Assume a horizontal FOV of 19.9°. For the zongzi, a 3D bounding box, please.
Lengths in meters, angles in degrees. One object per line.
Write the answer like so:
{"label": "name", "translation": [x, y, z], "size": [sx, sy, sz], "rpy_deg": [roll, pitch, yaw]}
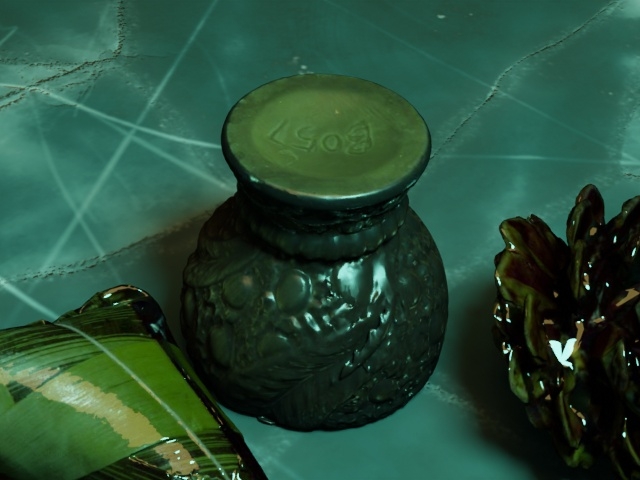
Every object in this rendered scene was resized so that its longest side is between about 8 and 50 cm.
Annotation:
{"label": "zongzi", "translation": [-0.220, 0.192, 1.550], "size": [0.318, 0.154, 0.289], "rpy_deg": [-9, 42, -33]}

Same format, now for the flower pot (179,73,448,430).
{"label": "flower pot", "translation": [0.000, 0.000, 1.734], "size": [0.267, 0.267, 0.266], "rpy_deg": [3, 41, -3]}

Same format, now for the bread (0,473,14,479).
{"label": "bread", "translation": [-0.383, 0.186, 1.617], "size": [0.269, 0.095, 0.139], "rpy_deg": [2, 48, -10]}

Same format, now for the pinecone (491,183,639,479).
{"label": "pinecone", "translation": [0.297, 0.082, 1.686], "size": [0.296, 0.242, 0.298], "rpy_deg": [14, 37, 14]}
